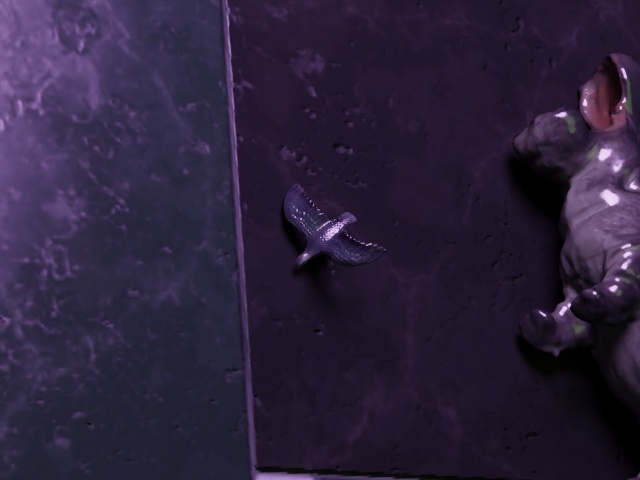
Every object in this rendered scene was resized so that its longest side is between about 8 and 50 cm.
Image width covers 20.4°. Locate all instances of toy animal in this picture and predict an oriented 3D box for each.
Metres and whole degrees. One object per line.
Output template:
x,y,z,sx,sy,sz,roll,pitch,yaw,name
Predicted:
0.001,0.000,1.193,0.084,0.050,0.028,35,10,25,toy animal
0.225,0.023,1.295,0.168,0.106,0.343,-7,73,-36,toy animal
